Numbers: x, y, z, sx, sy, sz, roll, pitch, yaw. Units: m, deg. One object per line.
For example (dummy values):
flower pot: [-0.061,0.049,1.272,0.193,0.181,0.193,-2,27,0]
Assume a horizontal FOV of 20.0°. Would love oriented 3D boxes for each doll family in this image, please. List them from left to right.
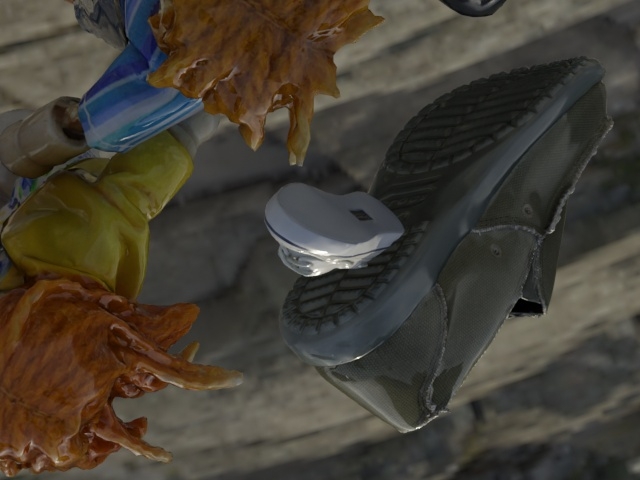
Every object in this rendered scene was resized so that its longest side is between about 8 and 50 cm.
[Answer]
doll family: [-0.047,-0.038,0.404,0.118,0.163,0.263,31,97,-17]

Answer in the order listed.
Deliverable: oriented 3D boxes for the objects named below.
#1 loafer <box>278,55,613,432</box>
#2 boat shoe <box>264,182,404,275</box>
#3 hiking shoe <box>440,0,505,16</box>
loafer: [0.071,-0.002,0.876,0.094,0.251,0.087,-5,123,45]
boat shoe: [0.000,0.000,0.734,0.035,0.035,0.100,-49,165,17]
hiking shoe: [0.119,-0.097,0.410,0.227,0.114,0.086,-33,164,-27]
